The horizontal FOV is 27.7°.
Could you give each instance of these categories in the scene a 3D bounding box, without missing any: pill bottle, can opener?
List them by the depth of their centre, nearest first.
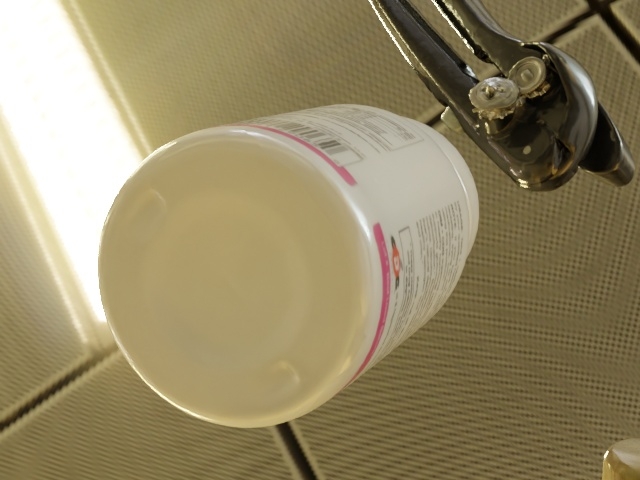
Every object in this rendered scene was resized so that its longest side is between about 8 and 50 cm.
[{"bbox_3d":[0.068,-0.084,0.597,0.059,0.073,0.186,-40,-128,2],"label":"can opener"},{"bbox_3d":[0.000,0.000,0.794,0.160,0.283,0.160,4,-80,20],"label":"pill bottle"}]

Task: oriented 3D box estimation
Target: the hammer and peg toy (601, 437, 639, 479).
[{"bbox_3d":[0.234,0.185,0.589,0.266,0.361,0.127,10,-67,22],"label":"hammer and peg toy"}]
